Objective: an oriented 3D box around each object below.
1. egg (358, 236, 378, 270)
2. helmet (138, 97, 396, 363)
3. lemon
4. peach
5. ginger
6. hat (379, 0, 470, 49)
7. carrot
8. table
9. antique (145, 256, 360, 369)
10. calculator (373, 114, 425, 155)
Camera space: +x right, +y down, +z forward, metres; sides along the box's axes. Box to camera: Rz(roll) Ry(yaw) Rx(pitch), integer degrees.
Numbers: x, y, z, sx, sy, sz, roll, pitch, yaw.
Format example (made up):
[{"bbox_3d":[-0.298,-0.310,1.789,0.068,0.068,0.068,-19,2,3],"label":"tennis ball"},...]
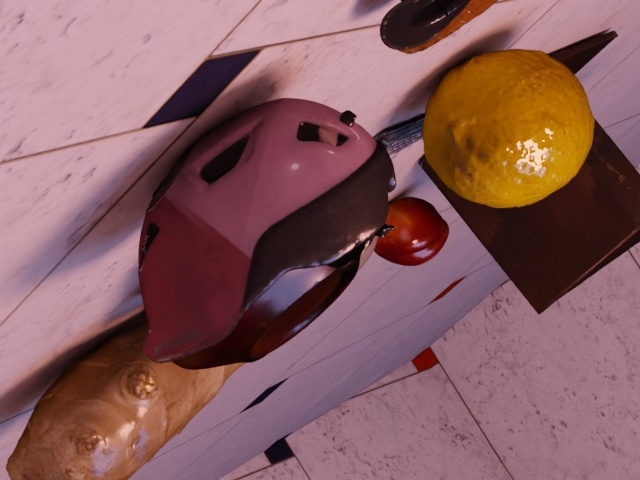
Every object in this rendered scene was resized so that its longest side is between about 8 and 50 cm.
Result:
[{"bbox_3d":[0.000,0.000,1.892,0.135,0.103,0.103,-34,170,-6],"label":"egg"},{"bbox_3d":[-0.061,-0.025,1.437,0.253,0.154,0.198,-22,-165,15],"label":"helmet"},{"bbox_3d":[0.201,-0.121,1.855,0.180,0.180,0.193,-39,162,8],"label":"lemon"},{"bbox_3d":[0.115,-0.009,2.310,0.101,0.100,0.101,-37,170,-7],"label":"peach"},{"bbox_3d":[-0.176,0.170,1.892,0.375,0.166,0.236,-17,152,-41],"label":"ginger"},{"bbox_3d":[0.094,-0.207,1.418,0.121,0.050,0.121,-30,171,-5],"label":"hat"},{"bbox_3d":[0.138,-0.225,1.540,0.191,0.047,0.047,-38,172,36],"label":"carrot"},{"bbox_3d":[0.326,-0.095,2.208,0.282,0.250,0.196,-27,165,-51],"label":"table"},{"bbox_3d":[-0.055,0.023,1.728,0.278,0.129,0.223,-45,166,24],"label":"antique"},{"bbox_3d":[0.101,-0.121,1.959,0.057,0.018,0.172,-43,171,37],"label":"calculator"}]
